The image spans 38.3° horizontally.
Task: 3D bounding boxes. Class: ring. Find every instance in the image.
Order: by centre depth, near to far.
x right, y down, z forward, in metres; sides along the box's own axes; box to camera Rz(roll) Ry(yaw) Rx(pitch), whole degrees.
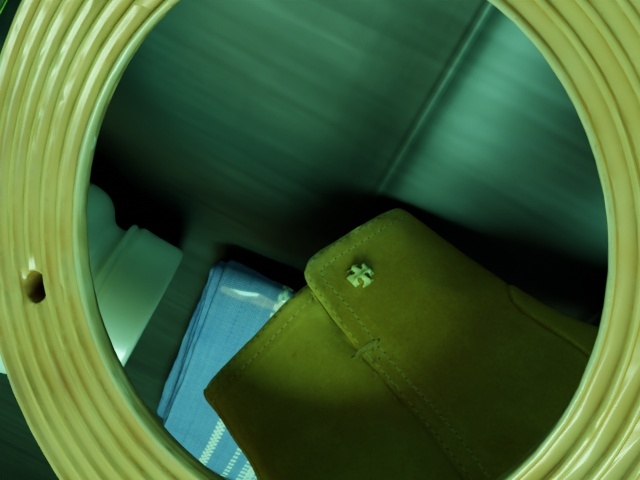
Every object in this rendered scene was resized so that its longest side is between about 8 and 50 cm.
[{"bbox_3d":[0.000,0.000,0.356,0.336,0.032,0.336,4,99,26],"label":"ring"}]

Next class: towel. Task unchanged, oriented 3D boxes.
[{"bbox_3d":[0.056,0.141,0.634,0.336,0.040,0.243,23,140,-3],"label":"towel"}]

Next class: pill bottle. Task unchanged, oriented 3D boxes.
[{"bbox_3d":[-0.191,0.001,0.517,0.208,0.119,0.119,29,141,-7],"label":"pill bottle"}]

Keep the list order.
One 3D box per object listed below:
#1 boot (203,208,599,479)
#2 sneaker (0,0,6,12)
[{"bbox_3d":[0.107,0.055,0.433,0.211,0.295,0.104,53,170,25],"label":"boot"},{"bbox_3d":[-0.205,-0.104,0.378,0.123,0.109,0.295,39,109,5],"label":"sneaker"}]
